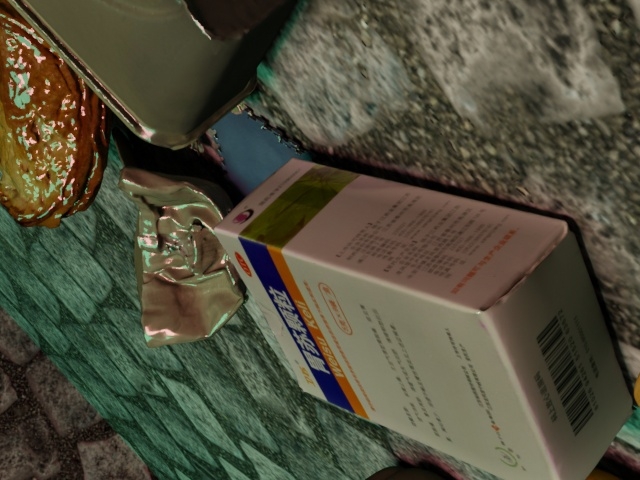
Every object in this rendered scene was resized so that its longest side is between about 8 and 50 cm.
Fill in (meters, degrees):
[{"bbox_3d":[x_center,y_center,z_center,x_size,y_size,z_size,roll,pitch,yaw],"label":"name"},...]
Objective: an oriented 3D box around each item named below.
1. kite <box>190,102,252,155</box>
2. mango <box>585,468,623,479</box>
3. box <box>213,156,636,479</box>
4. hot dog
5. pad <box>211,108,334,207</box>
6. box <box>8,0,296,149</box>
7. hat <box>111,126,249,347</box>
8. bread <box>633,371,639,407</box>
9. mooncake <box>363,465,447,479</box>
[{"bbox_3d":[-0.164,-0.188,1.084,0.323,0.013,0.267,26,147,50],"label":"kite"},{"bbox_3d":[0.248,0.267,0.968,0.219,0.112,0.145,27,147,33],"label":"mango"},{"bbox_3d":[0.075,0.061,0.920,0.299,0.106,0.200,15,141,46],"label":"box"},{"bbox_3d":[-0.294,-0.149,1.248,0.175,0.114,0.259,36,132,52],"label":"hot dog"},{"bbox_3d":[0.000,0.000,1.108,0.270,0.012,0.269,36,156,27],"label":"pad"},{"bbox_3d":[-0.142,-0.220,0.861,0.274,0.138,0.178,46,152,-4],"label":"box"},{"bbox_3d":[-0.149,-0.020,1.255,0.244,0.149,0.214,-92,-1,-57],"label":"hat"},{"bbox_3d":[0.289,0.121,0.695,0.200,0.077,0.116,43,159,15],"label":"bread"},{"bbox_3d":[0.134,0.374,1.333,0.275,0.135,0.275,37,158,18],"label":"mooncake"}]
